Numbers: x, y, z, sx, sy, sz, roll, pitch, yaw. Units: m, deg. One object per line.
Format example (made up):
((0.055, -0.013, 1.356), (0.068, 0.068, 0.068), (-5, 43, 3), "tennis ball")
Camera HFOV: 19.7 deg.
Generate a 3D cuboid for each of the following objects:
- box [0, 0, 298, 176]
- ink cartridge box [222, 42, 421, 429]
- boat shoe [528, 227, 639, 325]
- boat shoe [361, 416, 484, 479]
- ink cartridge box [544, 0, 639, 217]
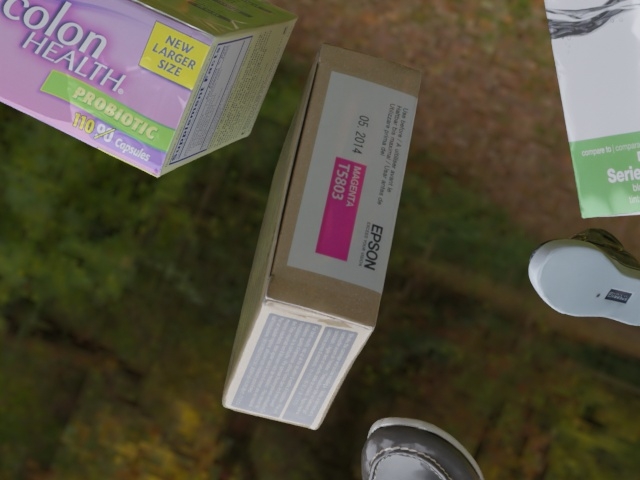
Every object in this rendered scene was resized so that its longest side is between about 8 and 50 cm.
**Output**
((-0.161, -0.162, 1.473), (0.213, 0.117, 0.243), (26, -165, 8), "box")
((0.000, 0.000, 1.425), (0.088, 0.235, 0.193), (16, 150, -6), "ink cartridge box")
((0.227, 0.023, 1.623), (0.183, 0.065, 0.083), (20, -159, -45), "boat shoe")
((0.100, 0.288, 1.767), (0.112, 0.095, 0.335), (3, 144, 12), "boat shoe")
((0.229, -0.136, 1.151), (0.160, 0.219, 0.092), (-13, -176, -33), "ink cartridge box")
